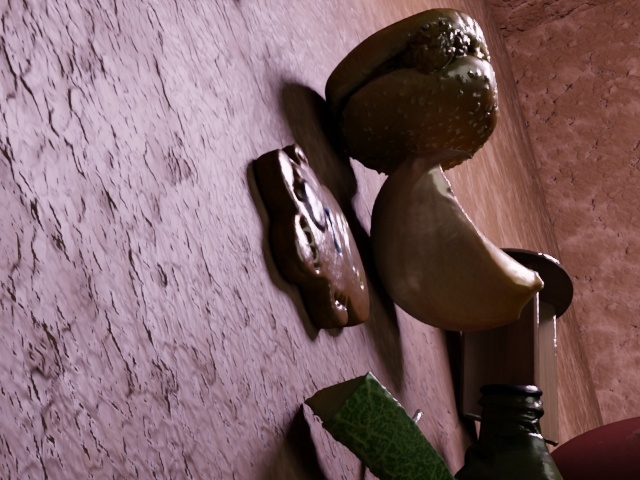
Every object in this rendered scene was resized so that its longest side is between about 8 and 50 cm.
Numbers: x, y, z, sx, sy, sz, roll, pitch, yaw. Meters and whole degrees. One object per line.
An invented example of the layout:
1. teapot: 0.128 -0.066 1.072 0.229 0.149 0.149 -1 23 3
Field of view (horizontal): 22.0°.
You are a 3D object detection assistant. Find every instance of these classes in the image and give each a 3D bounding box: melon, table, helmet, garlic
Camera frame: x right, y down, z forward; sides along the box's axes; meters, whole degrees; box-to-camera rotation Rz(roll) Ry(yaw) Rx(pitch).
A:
1. melon: 0.061 0.192 1.345 0.053 0.114 0.262 -55 133 -19
2. table: 0.237 0.147 2.067 0.167 0.167 0.226 60 26 -44
3. helmet: 0.349 0.382 2.005 0.385 0.230 0.337 76 14 -53
4. garlic: 0.132 -0.001 1.767 0.245 0.164 0.145 54 39 -40

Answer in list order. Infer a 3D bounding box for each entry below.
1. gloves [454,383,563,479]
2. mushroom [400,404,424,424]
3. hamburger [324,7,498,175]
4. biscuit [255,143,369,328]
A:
1. gloves: 0.213 0.288 1.820 0.107 0.135 0.268 104 -11 -64
2. mushroom: 0.068 0.195 1.520 0.306 0.043 0.068 -72 159 -71
3. hamburger: 0.103 -0.153 1.778 0.215 0.189 0.122 71 -1 -66
4. biscuit: 0.000 0.000 1.500 0.236 0.039 0.180 43 30 -69
